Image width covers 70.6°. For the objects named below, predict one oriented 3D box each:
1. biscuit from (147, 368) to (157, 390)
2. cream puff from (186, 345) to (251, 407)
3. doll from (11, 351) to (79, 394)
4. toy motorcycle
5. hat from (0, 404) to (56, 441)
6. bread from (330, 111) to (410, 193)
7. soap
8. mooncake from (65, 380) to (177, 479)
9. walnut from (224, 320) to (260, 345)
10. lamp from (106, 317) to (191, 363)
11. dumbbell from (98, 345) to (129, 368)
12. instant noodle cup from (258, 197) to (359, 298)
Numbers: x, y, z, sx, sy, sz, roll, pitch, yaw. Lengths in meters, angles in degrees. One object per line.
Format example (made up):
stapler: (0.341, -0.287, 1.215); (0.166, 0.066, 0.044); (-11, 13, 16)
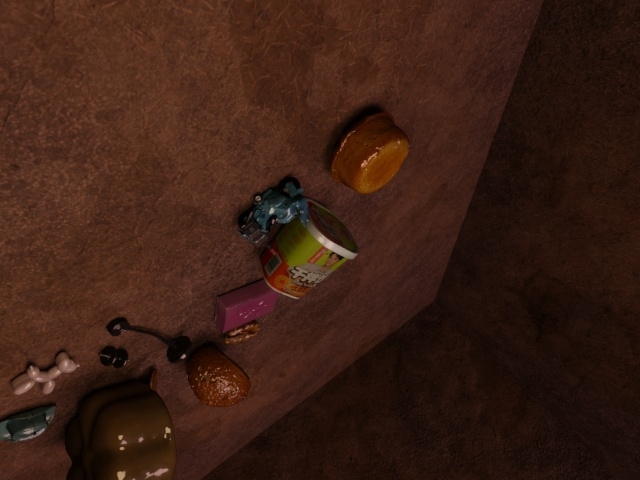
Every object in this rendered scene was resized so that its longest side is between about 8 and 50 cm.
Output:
biscuit: (-0.696, 0.619, 1.850); (0.025, 0.125, 0.206); (12, 132, -9)
cream puff: (-0.448, 0.589, 1.927); (0.212, 0.303, 0.303); (-46, 154, -20)
doll: (-0.857, 0.418, 1.429); (0.160, 0.059, 0.161); (-45, 151, 7)
toy motorcycle: (-0.147, -0.082, 1.525); (0.272, 0.182, 0.123); (-40, 164, -3)
hat: (-0.987, 0.631, 1.530); (0.191, 0.078, 0.138); (-12, 137, -44)
bread: (0.177, -0.310, 1.629); (0.312, 0.172, 0.312); (-33, 152, -20)
soap: (-0.309, 0.269, 1.891); (0.260, 0.081, 0.181); (-20, 144, -36)
mooncake: (-0.739, 0.765, 1.657); (0.262, 0.467, 0.466); (5, 126, -46)
walnut: (-0.355, 0.407, 2.033); (0.170, 0.069, 0.142); (-4, 134, -47)
lamp: (-0.594, 0.361, 1.629); (0.130, 0.108, 0.371); (-42, 151, -9)
dumbbell: (-0.718, 0.407, 1.576); (0.069, 0.069, 0.147); (-42, 152, -1)
instant noodle cup: (-0.061, 0.044, 1.724); (0.308, 0.293, 0.294); (-45, 152, 20)
